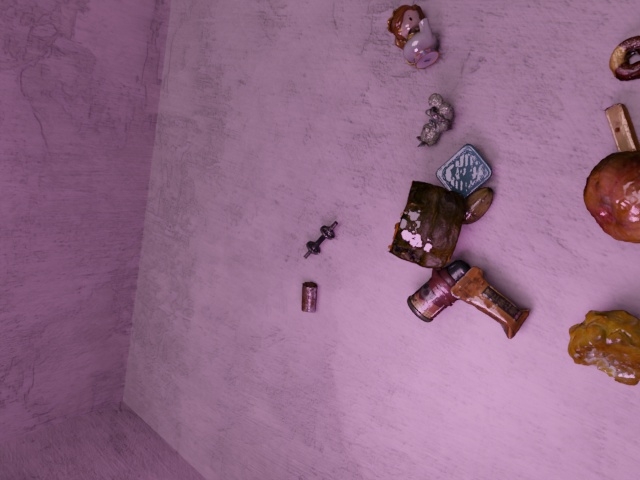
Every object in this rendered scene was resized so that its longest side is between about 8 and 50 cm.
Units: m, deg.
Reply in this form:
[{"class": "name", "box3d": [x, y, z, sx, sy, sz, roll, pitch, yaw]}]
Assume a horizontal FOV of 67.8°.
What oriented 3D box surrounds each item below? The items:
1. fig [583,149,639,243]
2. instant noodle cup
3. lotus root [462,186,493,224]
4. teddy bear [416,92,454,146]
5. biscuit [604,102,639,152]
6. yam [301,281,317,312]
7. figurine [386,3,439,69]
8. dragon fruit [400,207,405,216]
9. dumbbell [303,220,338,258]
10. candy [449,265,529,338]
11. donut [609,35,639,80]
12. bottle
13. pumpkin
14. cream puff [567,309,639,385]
[{"class": "fig", "box3d": [0.988, -0.153, 1.381, 0.369, 0.286, 0.286, -21, 79, 7]}, {"class": "instant noodle cup", "box3d": [0.543, -0.251, 1.784, 0.179, 0.070, 0.157, -44, 69, 31]}, {"class": "lotus root", "box3d": [0.571, -0.123, 1.764, 0.179, 0.081, 0.089, -47, 37, 28]}, {"class": "teddy bear", "box3d": [0.451, -0.455, 1.832, 0.213, 0.111, 0.133, 108, 151, -46]}, {"class": "biscuit", "box3d": [0.940, -0.331, 1.480, 0.056, 0.052, 0.187, -23, 78, 50]}, {"class": "yam", "box3d": [-0.055, 0.274, 2.288, 0.079, 0.079, 0.141, 13, 103, 37]}, {"class": "figurine", "box3d": [0.355, -0.798, 1.846, 0.263, 0.142, 0.189, 65, 149, 15]}, {"class": "dragon fruit", "box3d": [0.380, -0.093, 1.918, 0.116, 0.081, 0.086, 41, 107, 25]}, {"class": "dumbbell", "box3d": [0.000, 0.000, 2.221, 0.254, 0.082, 0.081, -48, 65, 30]}, {"class": "candy", "box3d": [0.612, 0.216, 1.716, 0.271, 0.101, 0.143, 39, 87, 15]}, {"class": "donut", "box3d": [0.956, -0.554, 1.447, 0.141, 0.059, 0.140, 0, 91, 37]}, {"class": "bottle", "box3d": [0.464, 0.182, 1.836, 0.156, 0.143, 0.271, 42, 110, 1]}, {"class": "pumpkin", "box3d": [0.385, -0.054, 1.754, 0.226, 0.256, 0.303, 13, 124, 6]}, {"class": "cream puff", "box3d": [0.922, 0.315, 1.482, 0.282, 0.185, 0.281, 20, 143, 16]}]
